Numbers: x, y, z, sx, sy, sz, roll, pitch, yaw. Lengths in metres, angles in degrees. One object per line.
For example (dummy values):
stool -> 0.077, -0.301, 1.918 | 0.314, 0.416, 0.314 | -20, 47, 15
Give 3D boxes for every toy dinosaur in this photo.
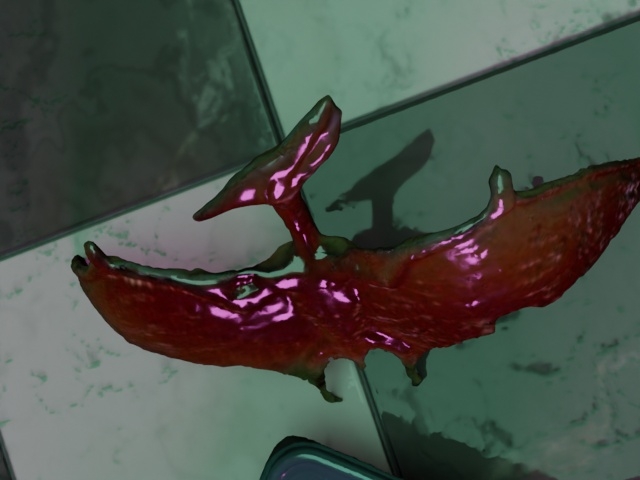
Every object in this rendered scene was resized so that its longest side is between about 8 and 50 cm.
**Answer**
toy dinosaur -> -0.002, 0.007, 0.613 | 0.327, 0.113, 0.206 | -32, 122, 33

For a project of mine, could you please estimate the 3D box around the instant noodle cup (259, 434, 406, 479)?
instant noodle cup -> 0.039, 0.205, 0.628 | 0.179, 0.070, 0.157 | 20, 99, 13
